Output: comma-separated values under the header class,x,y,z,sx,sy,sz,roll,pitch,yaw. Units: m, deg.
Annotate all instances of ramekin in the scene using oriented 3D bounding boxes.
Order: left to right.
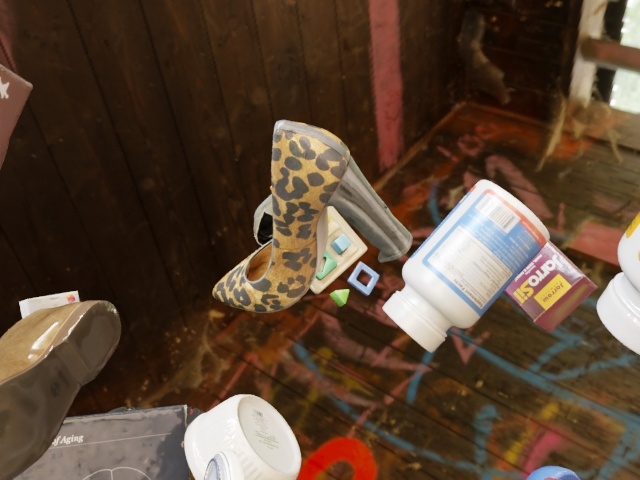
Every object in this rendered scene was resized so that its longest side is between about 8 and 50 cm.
class,x,y,z,sx,sy,sz,roll,pitch,yaw
ramekin,-0.128,0.372,1.253,0.109,0.207,0.207,-41,-28,15

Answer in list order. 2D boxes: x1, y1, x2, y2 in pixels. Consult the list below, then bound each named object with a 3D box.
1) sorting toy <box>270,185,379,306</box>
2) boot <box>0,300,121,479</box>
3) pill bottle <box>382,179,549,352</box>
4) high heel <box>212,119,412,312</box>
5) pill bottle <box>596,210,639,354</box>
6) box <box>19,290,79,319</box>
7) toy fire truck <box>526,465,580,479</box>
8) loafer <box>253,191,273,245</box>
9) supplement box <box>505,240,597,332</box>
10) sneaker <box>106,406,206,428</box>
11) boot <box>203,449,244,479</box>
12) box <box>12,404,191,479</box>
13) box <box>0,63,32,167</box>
class,x,y,z,sx,sy,sz,roll,pitch,yaw
sorting toy,0.000,0.000,1.669,0.196,0.348,0.047,-41,1,-30
boot,-0.374,0.185,0.862,0.305,0.115,0.112,-57,-38,-50
pill bottle,0.189,0.038,0.953,0.221,0.124,0.124,-48,-32,3
high heel,-0.059,-0.021,0.735,0.186,0.261,0.093,47,-143,-31
pill bottle,0.366,-0.004,0.654,0.136,0.136,0.246,-23,-36,-48
box,-0.638,0.225,1.716,0.145,0.038,0.186,-8,-96,-56
toy fire truck,0.286,0.224,0.500,0.302,0.254,0.170,21,-105,-29
loafer,-0.052,-0.070,1.344,0.251,0.094,0.087,-51,20,42
supplement box,0.322,0.037,1.112,0.104,0.188,0.080,-46,-37,12
sneaker,-0.422,0.522,1.882,0.116,0.313,0.136,-64,-25,-79
boot,-0.129,0.310,0.725,0.086,0.069,0.190,13,-117,-26
box,-0.490,0.578,1.322,0.479,0.297,0.472,0,-106,-24
box,-0.503,-0.145,0.683,0.143,0.381,0.191,50,-119,-78
